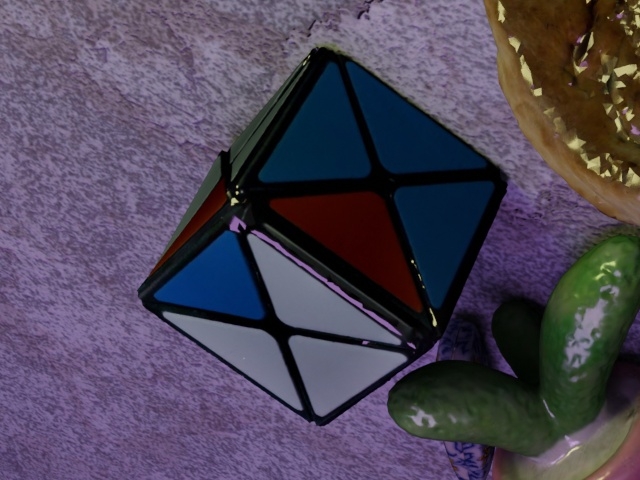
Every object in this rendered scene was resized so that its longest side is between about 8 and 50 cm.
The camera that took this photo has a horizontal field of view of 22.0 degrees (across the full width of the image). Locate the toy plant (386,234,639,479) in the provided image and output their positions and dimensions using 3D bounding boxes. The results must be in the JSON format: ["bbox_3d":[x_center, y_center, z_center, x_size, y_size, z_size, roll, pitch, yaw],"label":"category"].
[{"bbox_3d":[0.284,0.185,1.749,0.317,0.210,0.356,-33,112,15],"label":"toy plant"}]

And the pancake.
[{"bbox_3d":[0.295,-0.178,1.187,0.382,0.382,0.071,3,177,31],"label":"pancake"}]

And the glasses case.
[{"bbox_3d":[0.170,0.193,1.913,0.065,0.087,0.248,3,138,13],"label":"glasses case"}]

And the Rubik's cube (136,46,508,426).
[{"bbox_3d":[0.000,0.000,1.654,0.246,0.248,0.250,37,143,-9],"label":"Rubik's cube"}]
